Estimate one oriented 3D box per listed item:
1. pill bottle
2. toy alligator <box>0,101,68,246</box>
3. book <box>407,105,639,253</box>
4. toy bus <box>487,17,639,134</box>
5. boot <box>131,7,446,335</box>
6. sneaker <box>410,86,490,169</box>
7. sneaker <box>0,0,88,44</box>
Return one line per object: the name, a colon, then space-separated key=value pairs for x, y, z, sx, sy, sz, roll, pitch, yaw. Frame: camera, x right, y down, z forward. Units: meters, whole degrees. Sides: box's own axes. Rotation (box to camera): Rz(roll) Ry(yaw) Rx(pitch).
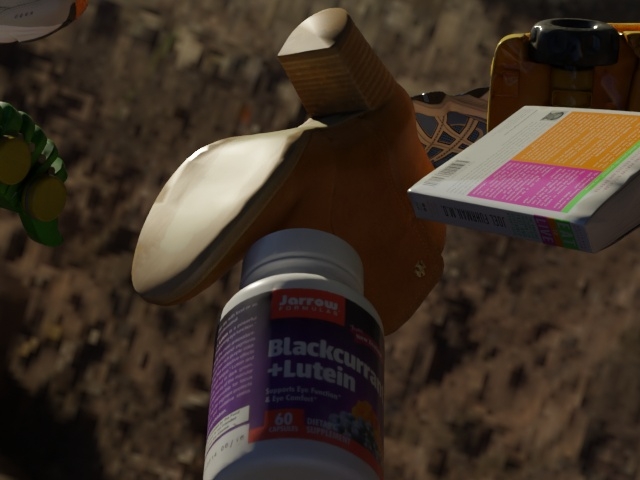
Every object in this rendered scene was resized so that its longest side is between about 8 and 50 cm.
pill bottle: x=-0.014 y=0.089 z=1.231 sx=0.108 sy=0.108 sz=0.193 roll=-54 pitch=25 yaw=42
toy alligator: x=-0.197 y=-0.064 z=1.182 sx=0.056 sy=0.190 sz=0.051 roll=14 pitch=65 yaw=38
book: x=0.126 y=-0.035 z=1.071 sx=0.096 sy=0.035 sz=0.144 roll=-34 pitch=26 yaw=-26
toy bus: x=0.235 y=-0.110 z=1.534 sx=0.211 sy=0.220 sz=0.150 roll=-82 pitch=-6 yaw=-70
boot: x=0.000 y=-0.001 z=1.414 sx=0.104 sy=0.211 sz=0.295 roll=-1 pitch=43 yaw=38
sneaker: x=0.104 y=-0.087 z=1.798 sx=0.080 sy=0.211 sz=0.081 roll=-25 pitch=78 yaw=57
sneaker: x=-0.329 y=-0.264 z=1.789 sx=0.099 sy=0.262 sz=0.121 roll=-53 pitch=-24 yaw=-46
